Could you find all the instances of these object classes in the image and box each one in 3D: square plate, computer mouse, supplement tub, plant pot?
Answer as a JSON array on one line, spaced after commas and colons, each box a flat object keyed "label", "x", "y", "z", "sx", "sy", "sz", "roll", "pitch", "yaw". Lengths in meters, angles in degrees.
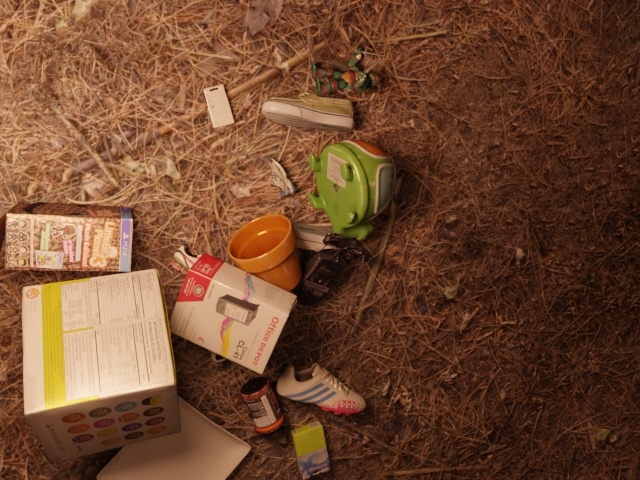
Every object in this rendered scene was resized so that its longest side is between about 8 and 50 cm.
[{"label": "square plate", "x": -0.458, "y": 0.696, "z": 1.854, "sx": 0.347, "sy": 0.049, "sz": 0.344, "roll": 43, "pitch": 85, "yaw": -22}, {"label": "computer mouse", "x": 0.011, "y": 0.091, "z": 1.859, "sx": 0.188, "sy": 0.072, "sz": 0.272, "roll": 27, "pitch": 111, "yaw": -34}, {"label": "supplement tub", "x": -0.181, "y": 0.549, "z": 1.891, "sx": 0.106, "sy": 0.106, "sz": 0.198, "roll": -24, "pitch": 109, "yaw": -13}, {"label": "plant pot", "x": -0.147, "y": 0.056, "z": 1.765, "sx": 0.205, "sy": 0.205, "sz": 0.188, "roll": -34, "pitch": 126, "yaw": -10}]

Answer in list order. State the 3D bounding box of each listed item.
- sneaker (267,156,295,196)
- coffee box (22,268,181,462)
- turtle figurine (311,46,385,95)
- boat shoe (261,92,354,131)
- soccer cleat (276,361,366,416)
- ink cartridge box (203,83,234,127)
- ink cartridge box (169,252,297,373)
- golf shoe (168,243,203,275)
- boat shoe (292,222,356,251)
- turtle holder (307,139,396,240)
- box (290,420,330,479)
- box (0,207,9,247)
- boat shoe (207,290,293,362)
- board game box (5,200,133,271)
[{"label": "sneaker", "x": -0.131, "y": -0.191, "z": 1.786, "sx": 0.058, "sy": 0.052, "sz": 0.135, "roll": -34, "pitch": 110, "yaw": -6}, {"label": "coffee box", "x": -0.557, "y": 0.322, "z": 1.520, "sx": 0.334, "sy": 0.338, "sz": 0.337, "roll": -9, "pitch": 145, "yaw": -17}, {"label": "turtle figurine", "x": 0.096, "y": -0.495, "z": 1.755, "sx": 0.234, "sy": 0.175, "sz": 0.118, "roll": -8, "pitch": 128, "yaw": -8}, {"label": "boat shoe", "x": -0.035, "y": -0.396, "z": 1.761, "sx": 0.302, "sy": 0.109, "sz": 0.094, "roll": 4, "pitch": 84, "yaw": -29}, {"label": "soccer cleat", "x": 0.019, "y": 0.490, "z": 1.943, "sx": 0.331, "sy": 0.116, "sz": 0.143, "roll": 15, "pitch": 96, "yaw": -21}, {"label": "ink cartridge box", "x": -0.298, "y": -0.390, "z": 1.697, "sx": 0.063, "sy": 0.029, "sz": 0.115, "roll": -19, "pitch": 106, "yaw": -15}, {"label": "ink cartridge box", "x": -0.251, "y": 0.208, "z": 1.666, "sx": 0.306, "sy": 0.131, "sz": 0.226, "roll": 25, "pitch": 112, "yaw": 2}, {"label": "golf shoe", "x": -0.358, "y": 0.085, "z": 1.752, "sx": 0.186, "sy": 0.067, "sz": 0.086, "roll": 35, "pitch": 87, "yaw": -22}, {"label": "boat shoe", "x": 0.000, "y": 0.000, "z": 1.867, "sx": 0.226, "sy": 0.083, "sz": 0.076, "roll": 15, "pitch": 123, "yaw": -22}, {"label": "turtle holder", "x": 0.119, "y": -0.150, "z": 1.783, "sx": 0.227, "sy": 0.243, "sz": 0.320, "roll": -21, "pitch": 99, "yaw": -32}, {"label": "box", "x": -0.033, "y": 0.722, "z": 2.012, "sx": 0.109, "sy": 0.042, "sz": 0.178, "roll": -14, "pitch": 106, "yaw": -16}, {"label": "box", "x": -0.926, "y": 0.081, "z": 1.471, "sx": 0.168, "sy": 0.215, "sz": 0.345, "roll": 14, "pitch": 97, "yaw": -22}, {"label": "boat shoe", "x": -0.211, "y": 0.262, "z": 1.821, "sx": 0.320, "sy": 0.103, "sz": 0.118, "roll": -35, "pitch": 110, "yaw": -10}, {"label": "board game box", "x": -0.652, "y": -0.013, "z": 1.540, "sx": 0.291, "sy": 0.232, "sz": 0.141, "roll": 2, "pitch": 100, "yaw": -21}]
